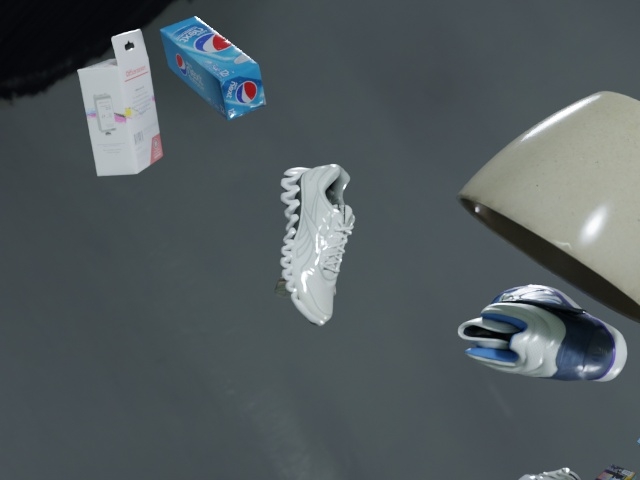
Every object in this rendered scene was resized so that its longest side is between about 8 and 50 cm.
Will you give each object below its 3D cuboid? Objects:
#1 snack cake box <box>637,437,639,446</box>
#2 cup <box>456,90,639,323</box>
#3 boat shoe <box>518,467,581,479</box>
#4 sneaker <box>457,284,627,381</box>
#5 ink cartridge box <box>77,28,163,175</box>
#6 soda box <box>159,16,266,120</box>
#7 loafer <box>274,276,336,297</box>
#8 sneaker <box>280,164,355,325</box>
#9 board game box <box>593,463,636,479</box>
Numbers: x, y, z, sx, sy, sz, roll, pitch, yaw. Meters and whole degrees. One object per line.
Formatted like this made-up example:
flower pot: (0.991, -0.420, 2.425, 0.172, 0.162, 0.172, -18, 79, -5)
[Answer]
snack cake box: (0.772, 0.424, 1.826, 0.264, 0.152, 0.089, 35, -13, 49)
cup: (0.394, -0.065, 1.325, 0.331, 0.237, 0.331, 35, 0, 0)
boat shoe: (0.443, 0.464, 1.742, 0.096, 0.088, 0.267, 48, 3, 38)
sneaker: (0.299, 0.131, 1.498, 0.236, 0.130, 0.323, 12, 7, -26)
ink cartridge box: (-0.296, -0.205, 1.395, 0.115, 0.067, 0.198, -58, 144, -69)
soda box: (-0.165, -0.263, 1.427, 0.210, 0.067, 0.071, 43, -29, 43)
loafer: (-0.029, 0.087, 1.853, 0.045, 0.125, 0.039, 67, 27, -52)
sneaker: (0.000, 0.000, 1.629, 0.110, 0.118, 0.292, 30, 53, -57)
board game box: (0.454, 0.451, 1.525, 0.048, 0.141, 0.170, 18, 9, 29)
